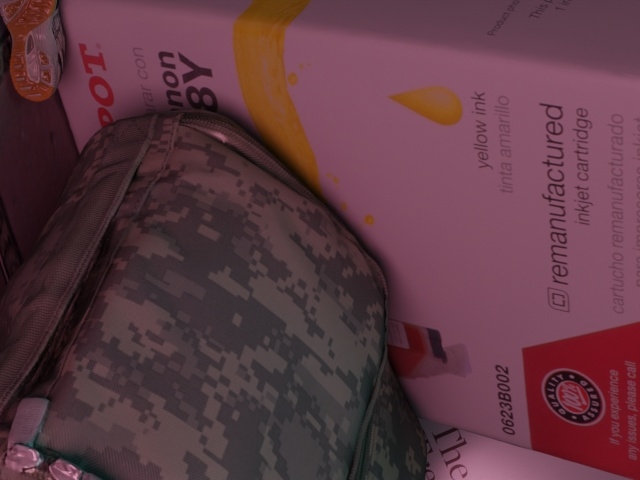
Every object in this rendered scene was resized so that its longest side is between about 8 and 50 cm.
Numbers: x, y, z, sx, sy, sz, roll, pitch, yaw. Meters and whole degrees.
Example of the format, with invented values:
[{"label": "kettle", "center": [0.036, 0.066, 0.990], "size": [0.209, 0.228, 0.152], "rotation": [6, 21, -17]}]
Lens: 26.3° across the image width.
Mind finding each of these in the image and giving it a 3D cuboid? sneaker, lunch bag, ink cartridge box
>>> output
[{"label": "sneaker", "center": [-0.156, -0.119, 0.747], "size": [0.037, 0.032, 0.083], "rotation": [-78, 173, -75]}, {"label": "lunch bag", "center": [-0.080, 0.108, 0.678], "size": [0.305, 0.213, 0.256], "rotation": [-72, 147, -51]}, {"label": "ink cartridge box", "center": [0.052, -0.043, 0.812], "size": [0.160, 0.385, 0.279], "rotation": [-52, 144, -40]}]

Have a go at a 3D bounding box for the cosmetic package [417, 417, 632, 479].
[{"label": "cosmetic package", "center": [0.216, 0.270, 1.053], "size": [0.097, 0.284, 0.377], "rotation": [63, 3, -81]}]
